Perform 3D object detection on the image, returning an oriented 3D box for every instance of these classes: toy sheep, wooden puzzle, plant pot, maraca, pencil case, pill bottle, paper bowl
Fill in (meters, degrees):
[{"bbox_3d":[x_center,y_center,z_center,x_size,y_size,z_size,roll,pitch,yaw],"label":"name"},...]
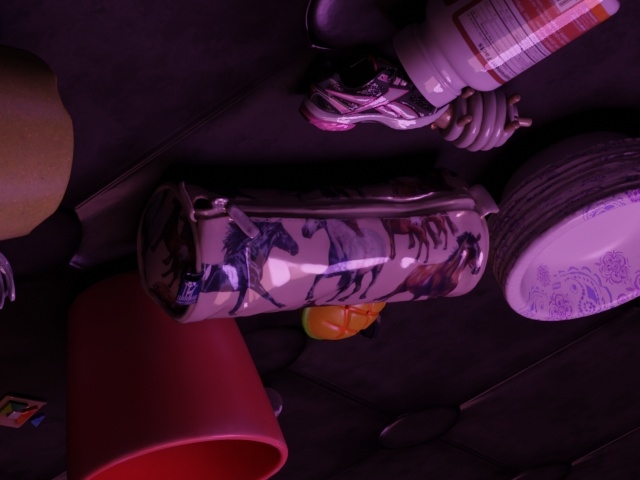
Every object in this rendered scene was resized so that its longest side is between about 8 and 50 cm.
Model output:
[{"bbox_3d":[0.184,-0.143,1.671,0.132,0.091,0.091,10,140,-18],"label":"toy sheep"},{"bbox_3d":[-0.419,0.235,1.978,0.116,0.014,0.078,12,136,-43],"label":"wooden puzzle"},{"bbox_3d":[-0.371,-0.089,1.293,0.254,0.276,0.276,-2,146,-47],"label":"plant pot"},{"bbox_3d":[0.046,0.055,1.898,0.186,0.099,0.127,-43,147,-11],"label":"maraca"},{"bbox_3d":[0.000,0.000,1.716,0.410,0.160,0.183,-4,158,-25],"label":"pencil case"},{"bbox_3d":[0.188,-0.232,1.500,0.216,0.121,0.121,-31,148,19],"label":"pill bottle"},{"bbox_3d":[-0.196,0.181,1.780,0.275,0.243,0.275,-13,156,-6],"label":"plant pot"},{"bbox_3d":[0.347,-0.031,1.882,0.284,0.148,0.284,-14,149,-9],"label":"paper bowl"}]

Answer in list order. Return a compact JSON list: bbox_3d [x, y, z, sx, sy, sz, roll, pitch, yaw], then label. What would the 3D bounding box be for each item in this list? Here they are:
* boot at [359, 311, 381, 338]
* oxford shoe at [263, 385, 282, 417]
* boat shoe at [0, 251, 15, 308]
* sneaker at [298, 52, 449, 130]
[{"bbox_3d":[0.033,0.100,2.005,0.099,0.045,0.121,-14,141,-16],"label":"boot"},{"bbox_3d":[-0.141,0.278,2.179,0.212,0.076,0.076,-34,177,17],"label":"oxford shoe"},{"bbox_3d":[-0.371,0.033,1.524,0.103,0.118,0.320,-25,177,-14],"label":"boat shoe"},{"bbox_3d":[0.068,-0.167,1.585,0.178,0.072,0.077,-12,138,-25],"label":"sneaker"}]
